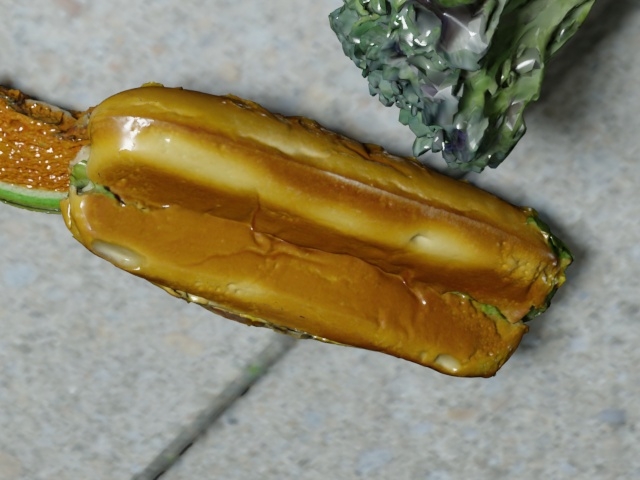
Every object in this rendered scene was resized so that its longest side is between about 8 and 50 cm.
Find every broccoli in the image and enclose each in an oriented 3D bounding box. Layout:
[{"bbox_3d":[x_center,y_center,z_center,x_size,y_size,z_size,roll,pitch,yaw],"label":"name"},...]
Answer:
[{"bbox_3d":[0.140,-0.154,0.694,0.304,0.145,0.165,-28,128,7],"label":"broccoli"}]

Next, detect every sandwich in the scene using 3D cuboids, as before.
[{"bbox_3d":[-0.140,-0.049,0.832,0.135,0.029,0.067,15,126,-13],"label":"sandwich"}]

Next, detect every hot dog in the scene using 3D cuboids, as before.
[{"bbox_3d":[0.000,0.000,0.827,0.269,0.072,0.115,20,109,-25],"label":"hot dog"}]
